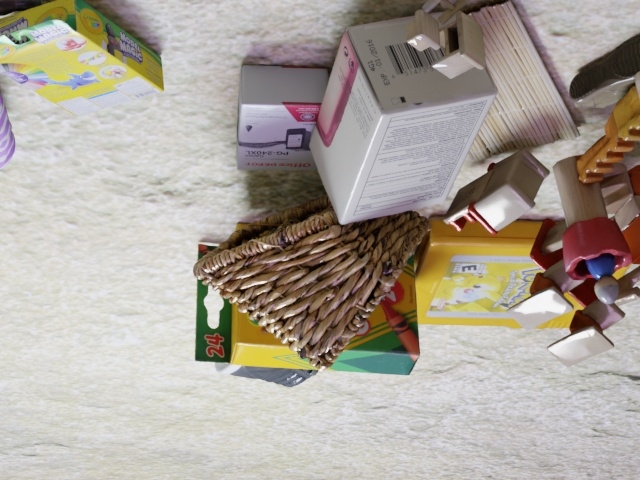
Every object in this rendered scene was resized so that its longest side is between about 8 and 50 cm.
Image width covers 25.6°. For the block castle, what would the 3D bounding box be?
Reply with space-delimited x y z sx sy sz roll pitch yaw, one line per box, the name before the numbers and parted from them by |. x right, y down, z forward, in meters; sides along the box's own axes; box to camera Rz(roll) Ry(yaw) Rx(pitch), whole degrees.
block castle | 0.543 -0.051 1.770 0.453 0.213 0.303 1 153 -22

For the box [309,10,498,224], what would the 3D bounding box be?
box | 0.091 -0.142 1.655 0.148 0.127 0.232 -12 153 -20

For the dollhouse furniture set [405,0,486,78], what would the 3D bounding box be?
dollhouse furniture set | 0.114 -0.283 1.447 0.101 0.161 0.182 -25 144 35

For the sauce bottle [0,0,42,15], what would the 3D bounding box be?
sauce bottle | -0.374 -0.270 1.570 0.128 0.042 0.042 -1 151 -9

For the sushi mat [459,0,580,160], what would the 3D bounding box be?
sushi mat | 0.211 -0.192 1.759 0.151 0.019 0.316 -14 148 20

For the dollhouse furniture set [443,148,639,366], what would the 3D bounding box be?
dollhouse furniture set | 0.309 0.007 1.902 0.259 0.262 0.135 42 138 -12

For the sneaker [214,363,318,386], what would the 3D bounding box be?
sneaker | -0.044 0.160 2.299 0.146 0.105 0.295 13 153 -28

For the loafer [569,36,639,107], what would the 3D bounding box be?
loafer | 0.372 -0.203 1.716 0.050 0.056 0.148 20 151 -39

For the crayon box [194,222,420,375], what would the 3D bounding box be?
crayon box | -0.021 0.085 2.055 0.318 0.202 0.081 3 150 -10

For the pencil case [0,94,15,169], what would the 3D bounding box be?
pencil case | -0.424 -0.165 1.708 0.086 0.088 0.206 -2 150 -5

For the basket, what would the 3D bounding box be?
basket | 0.000 0.000 1.854 0.223 0.299 0.213 37 105 3

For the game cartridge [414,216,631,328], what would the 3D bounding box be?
game cartridge | 0.296 0.058 2.177 0.323 0.053 0.285 4 150 -7

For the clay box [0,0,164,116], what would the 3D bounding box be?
clay box | -0.290 -0.214 1.622 0.127 0.053 0.222 -13 160 20

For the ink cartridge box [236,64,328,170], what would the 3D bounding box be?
ink cartridge box | -0.050 -0.151 1.773 0.109 0.063 0.150 0 150 -5
